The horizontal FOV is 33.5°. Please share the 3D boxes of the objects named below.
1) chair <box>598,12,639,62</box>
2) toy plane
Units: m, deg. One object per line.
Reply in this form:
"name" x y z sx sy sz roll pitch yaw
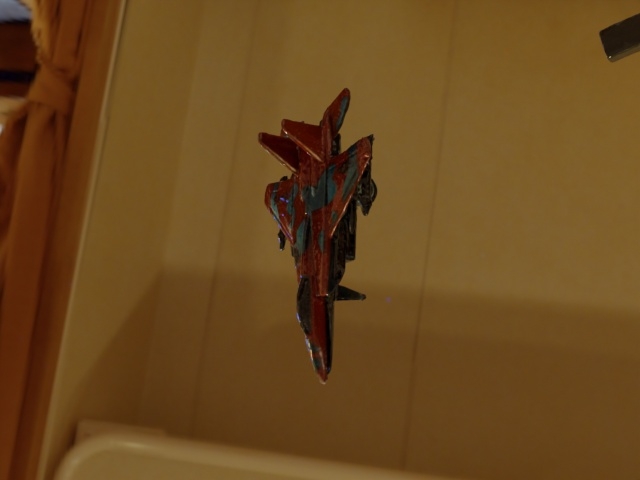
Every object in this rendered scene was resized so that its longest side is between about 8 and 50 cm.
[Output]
"chair" 0.481 -0.155 0.859 0.416 0.203 0.241 -23 165 30
"toy plane" 0.003 0.000 0.711 0.061 0.189 0.130 -3 170 -36
